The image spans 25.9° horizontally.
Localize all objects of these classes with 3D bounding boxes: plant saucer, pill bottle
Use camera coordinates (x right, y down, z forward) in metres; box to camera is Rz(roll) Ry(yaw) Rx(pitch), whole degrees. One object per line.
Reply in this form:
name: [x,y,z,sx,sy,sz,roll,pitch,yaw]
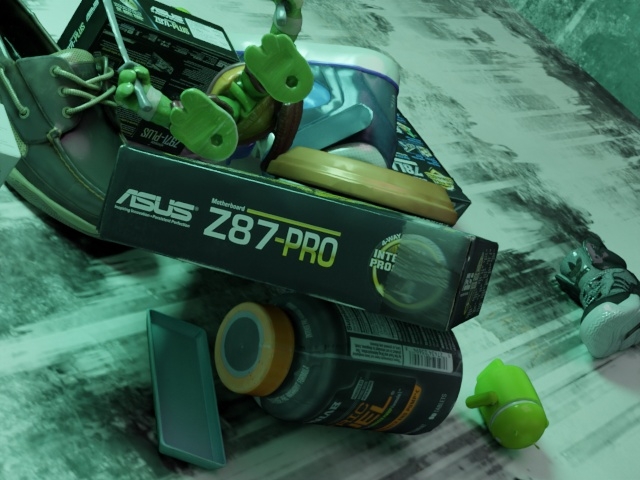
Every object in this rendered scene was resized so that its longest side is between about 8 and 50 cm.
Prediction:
plant saucer: [-0.129,0.137,1.292,0.067,0.018,0.192,24,29,-26]
pill bottle: [0.015,0.119,1.375,0.245,0.130,0.130,13,34,-41]
plant saucer: [0.045,-0.058,1.412,0.200,0.037,0.200,16,0,0]

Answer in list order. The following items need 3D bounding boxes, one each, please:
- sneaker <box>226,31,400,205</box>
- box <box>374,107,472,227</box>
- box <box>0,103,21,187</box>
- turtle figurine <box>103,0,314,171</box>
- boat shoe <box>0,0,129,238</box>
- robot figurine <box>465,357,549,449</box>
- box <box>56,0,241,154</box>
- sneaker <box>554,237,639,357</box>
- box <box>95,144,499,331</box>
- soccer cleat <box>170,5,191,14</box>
sneaker: [-0.067,-0.117,1.684,0.322,0.236,0.130,4,-24,15]
box: [0.028,-0.145,1.915,0.295,0.073,0.293,8,39,-46]
box: [-0.348,-0.078,1.279,0.102,0.101,0.087,17,31,-39]
turtle figurine: [-0.111,-0.188,1.380,0.197,0.275,0.266,-5,14,-9]
boat shoe: [-0.281,-0.141,1.437,0.355,0.130,0.132,43,26,13]
robot figurine: [0.216,0.189,1.587,0.101,0.067,0.115,30,25,-34]
box: [-0.209,-0.198,1.610,0.180,0.147,0.077,16,32,-36]
sneaker: [0.390,0.078,1.972,0.153,0.101,0.268,46,21,21]
box: [0.000,0.000,1.343,0.318,0.097,0.395,17,2,11]
soccer cleat: [-0.170,-0.261,1.876,0.072,0.060,0.179,26,24,-25]
